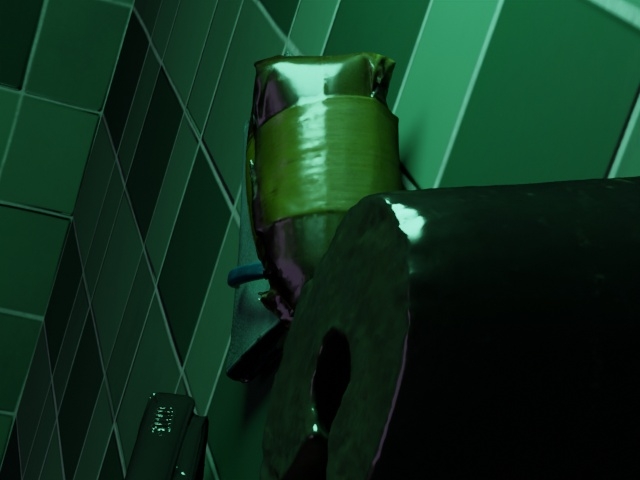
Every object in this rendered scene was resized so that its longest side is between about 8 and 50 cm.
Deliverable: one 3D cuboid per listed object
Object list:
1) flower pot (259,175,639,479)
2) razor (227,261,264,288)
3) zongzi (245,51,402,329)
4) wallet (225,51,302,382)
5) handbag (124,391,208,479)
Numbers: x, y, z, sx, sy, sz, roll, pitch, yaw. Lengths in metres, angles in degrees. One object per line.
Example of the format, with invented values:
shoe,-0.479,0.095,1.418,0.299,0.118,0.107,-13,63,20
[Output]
flower pot,0.119,0.094,0.925,0.379,0.251,0.379,-166,90,-74
razor,-0.072,0.037,1.762,0.191,0.037,0.068,-10,69,65
zongzi,0.000,0.000,1.592,0.317,0.154,0.289,94,177,-65
wallet,-0.057,-0.028,1.883,0.190,0.046,0.379,127,150,-52
handbag,-0.196,0.346,1.880,0.275,0.088,0.244,-83,2,-54
